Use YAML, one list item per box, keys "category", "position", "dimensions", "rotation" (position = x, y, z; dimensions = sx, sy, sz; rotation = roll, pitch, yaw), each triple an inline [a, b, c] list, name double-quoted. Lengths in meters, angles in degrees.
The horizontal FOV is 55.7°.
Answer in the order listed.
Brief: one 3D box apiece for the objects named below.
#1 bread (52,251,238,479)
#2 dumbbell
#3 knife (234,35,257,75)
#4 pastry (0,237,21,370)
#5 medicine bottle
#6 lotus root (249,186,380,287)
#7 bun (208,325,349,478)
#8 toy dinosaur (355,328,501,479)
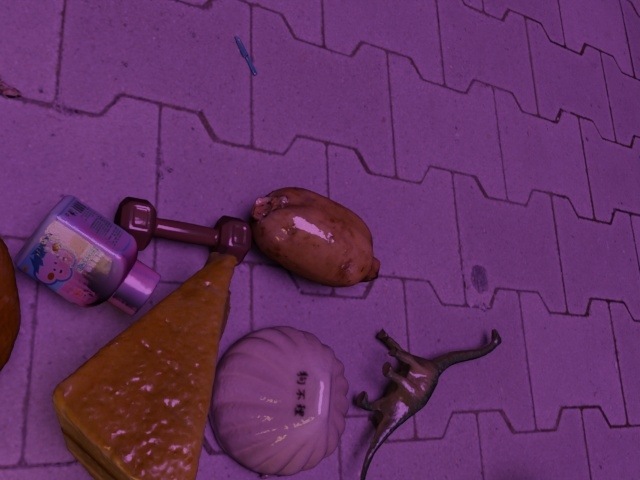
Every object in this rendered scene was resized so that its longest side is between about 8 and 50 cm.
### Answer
- category: "bread"
  position: [-0.177, 0.207, 0.893]
  dimensions: [0.245, 0.233, 0.361]
  rotation: [36, 53, 11]
- category: "dumbbell"
  position: [-0.233, -0.014, 1.043]
  dimensions: [0.231, 0.082, 0.092]
  rotation: [10, 72, -29]
- category: "knife"
  position: [-0.155, -0.382, 1.250]
  dimensions: [0.014, 0.005, 0.091]
  rotation: [-26, 90, -37]
- category: "pastry"
  position: [-0.560, 0.084, 0.760]
  dimensions: [0.356, 0.164, 0.355]
  rotation: [12, 67, -29]
- category: "medicine bottle"
  position: [-0.346, 0.034, 0.927]
  dimensions: [0.188, 0.119, 0.094]
  rotation: [38, 16, -18]
- category: "lotus root"
  position: [0.000, 0.000, 1.145]
  dimensions: [0.284, 0.146, 0.160]
  rotation: [31, 60, -25]
- category: "bun"
  position: [-0.043, 0.266, 1.025]
  dimensions: [0.263, 0.175, 0.263]
  rotation: [11, 68, -29]
- category: "toy dinosaur"
  position: [0.223, 0.317, 1.241]
  dimensions: [0.301, 0.087, 0.447]
  rotation: [38, 61, -25]
